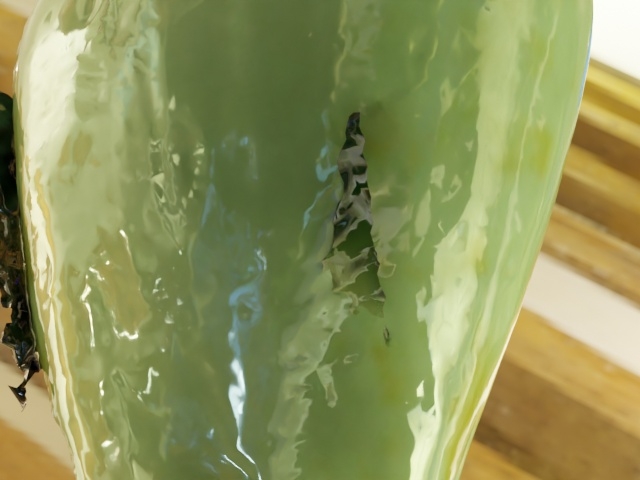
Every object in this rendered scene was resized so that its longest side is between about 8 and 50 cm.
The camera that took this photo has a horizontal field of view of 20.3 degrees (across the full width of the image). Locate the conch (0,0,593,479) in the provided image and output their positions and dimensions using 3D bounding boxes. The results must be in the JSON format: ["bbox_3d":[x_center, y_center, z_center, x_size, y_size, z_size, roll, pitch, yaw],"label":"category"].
[{"bbox_3d":[-0.016,-0.008,0.489,0.143,0.251,0.137,27,170,-29],"label":"conch"}]
